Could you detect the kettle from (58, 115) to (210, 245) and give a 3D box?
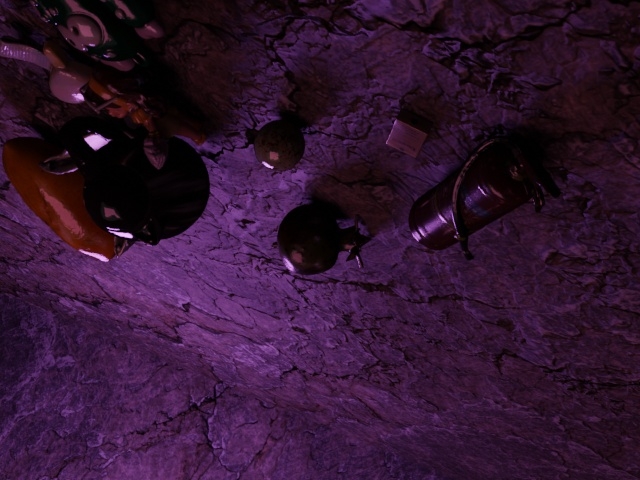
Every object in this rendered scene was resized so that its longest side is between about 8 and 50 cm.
[{"bbox_3d":[-0.336,-0.108,1.747,0.208,0.250,0.271,-3,-170,10],"label":"kettle"}]

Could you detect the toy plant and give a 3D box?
[{"bbox_3d":[-0.345,-0.350,1.448,0.243,0.112,0.232,35,157,-4],"label":"toy plant"}]

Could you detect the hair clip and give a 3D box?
[{"bbox_3d":[-0.477,-0.320,1.750,0.219,0.071,0.159,27,157,-11],"label":"hair clip"}]

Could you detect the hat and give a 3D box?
[{"bbox_3d":[-0.419,-0.139,2.014,0.258,0.168,0.301,49,138,-4],"label":"hat"}]

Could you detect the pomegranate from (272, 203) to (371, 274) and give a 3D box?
[{"bbox_3d":[-0.004,0.005,1.841,0.169,0.148,0.148,11,154,21],"label":"pomegranate"}]

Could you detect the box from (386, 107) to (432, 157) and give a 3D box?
[{"bbox_3d":[0.132,-0.160,1.442,0.053,0.024,0.083,27,160,2],"label":"box"}]

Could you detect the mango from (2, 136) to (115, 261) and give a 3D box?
[{"bbox_3d":[-0.580,-0.113,2.213,0.199,0.201,0.350,-27,119,29],"label":"mango"}]

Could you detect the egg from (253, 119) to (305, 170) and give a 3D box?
[{"bbox_3d":[-0.071,-0.158,1.605,0.085,0.085,0.110,35,168,-19],"label":"egg"}]

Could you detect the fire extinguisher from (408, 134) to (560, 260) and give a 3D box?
[{"bbox_3d":[0.240,-0.058,1.419,0.141,0.105,0.341,60,158,3],"label":"fire extinguisher"}]

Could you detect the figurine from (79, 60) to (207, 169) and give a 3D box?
[{"bbox_3d":[-0.301,-0.228,1.664,0.240,0.116,0.174,41,-171,-47],"label":"figurine"}]
